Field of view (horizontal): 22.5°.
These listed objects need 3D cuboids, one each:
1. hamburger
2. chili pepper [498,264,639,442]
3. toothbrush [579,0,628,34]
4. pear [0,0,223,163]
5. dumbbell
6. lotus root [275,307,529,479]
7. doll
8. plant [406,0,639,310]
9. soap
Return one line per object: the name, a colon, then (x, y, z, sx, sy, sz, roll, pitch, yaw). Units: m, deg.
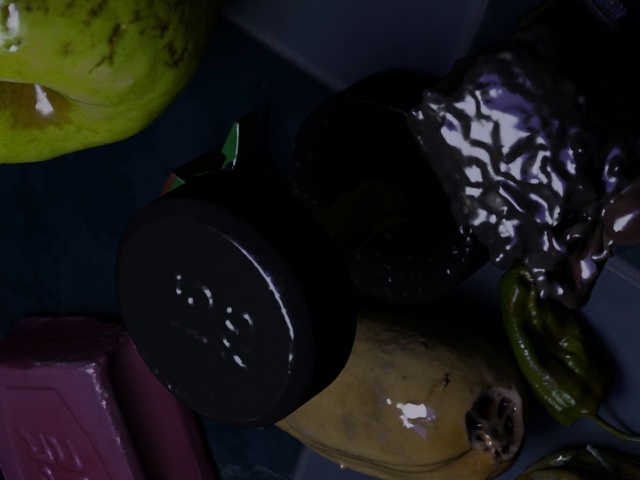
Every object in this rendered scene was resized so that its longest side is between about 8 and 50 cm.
hamburger: (0.244, 0.263, 1.460, 0.177, 0.113, 0.185, 17, 115, 37)
chili pepper: (0.211, 0.110, 1.422, 0.073, 0.072, 0.204, -12, 108, 50)
toothbrush: (0.148, -0.282, 1.294, 0.028, 0.026, 0.294, -43, 84, 25)
pear: (-0.268, -0.266, 1.420, 0.391, 0.391, 0.391, 18, 123, 30)
dumbbell: (0.000, 0.000, 1.356, 0.203, 0.322, 0.204, 18, 123, 31)
lotus root: (0.044, 0.137, 1.510, 0.342, 0.151, 0.169, 11, 157, 43)
doll: (-0.071, -0.013, 1.555, 0.134, 0.106, 0.186, -28, 94, 32)
plant: (0.191, -0.067, 1.276, 0.234, 0.178, 0.204, 47, 122, -6)
soap: (-0.236, 0.266, 1.820, 0.233, 0.128, 0.359, -4, 112, 39)
